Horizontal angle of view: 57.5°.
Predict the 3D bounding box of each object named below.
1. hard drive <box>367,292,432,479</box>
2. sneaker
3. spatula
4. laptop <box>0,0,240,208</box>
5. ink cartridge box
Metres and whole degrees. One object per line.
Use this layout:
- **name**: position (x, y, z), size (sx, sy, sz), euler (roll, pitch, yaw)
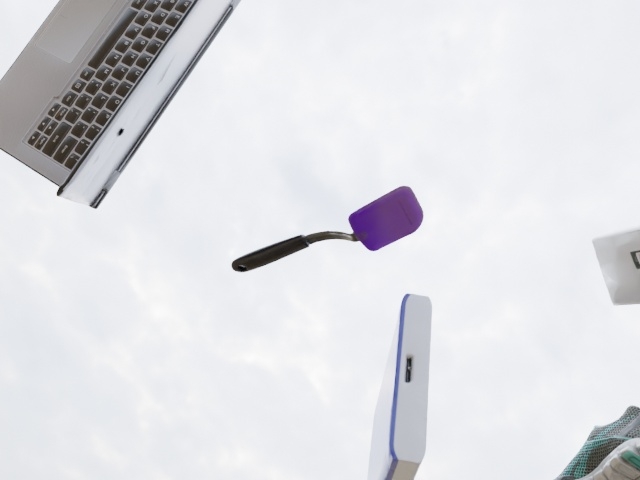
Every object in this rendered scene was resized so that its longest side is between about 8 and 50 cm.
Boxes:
- **hard drive**: position (0.098, 0.248, 0.772), size (0.040, 0.210, 0.318), euler (8, -41, 5)
- **sneaker**: position (0.288, 0.228, 0.593), size (0.065, 0.076, 0.166), euler (30, -49, 0)
- **spatula**: position (0.000, 0.000, 0.819), size (0.297, 0.030, 0.084), euler (-17, -47, 24)
- **laptop**: position (-0.257, -0.256, 0.683), size (0.408, 0.382, 0.236), euler (29, -8, 20)
- **ink cartridge box**: position (0.399, 0.005, 0.573), size (0.203, 0.148, 0.085), euler (131, -57, -79)
